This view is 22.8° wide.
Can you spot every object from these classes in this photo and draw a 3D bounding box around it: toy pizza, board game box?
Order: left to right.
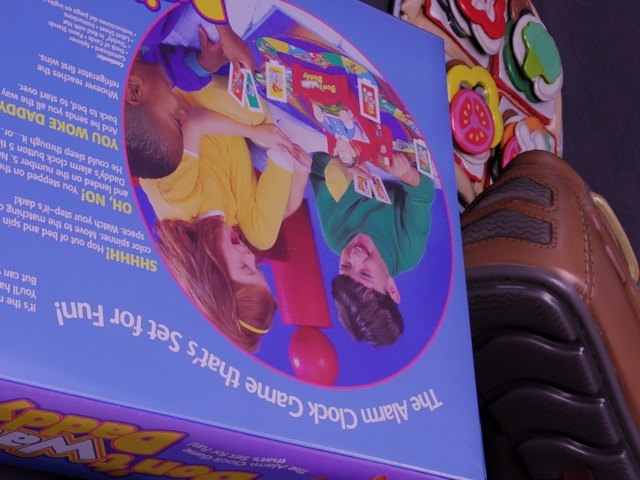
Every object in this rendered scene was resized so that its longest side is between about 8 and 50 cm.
[{"bbox_3d":[-0.088,-0.025,0.652,0.347,0.078,0.233,19,57,-37],"label":"board game box"},{"bbox_3d":[0.114,-0.103,1.046,0.201,0.032,0.201,20,64,-48],"label":"toy pizza"}]

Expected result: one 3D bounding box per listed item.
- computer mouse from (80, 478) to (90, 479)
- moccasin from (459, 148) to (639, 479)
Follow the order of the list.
[{"bbox_3d":[-0.081,0.152,0.684,0.188,0.072,0.272,50,44,-7],"label":"computer mouse"},{"bbox_3d":[0.164,0.119,0.947,0.380,0.139,0.147,62,36,-28],"label":"moccasin"}]
